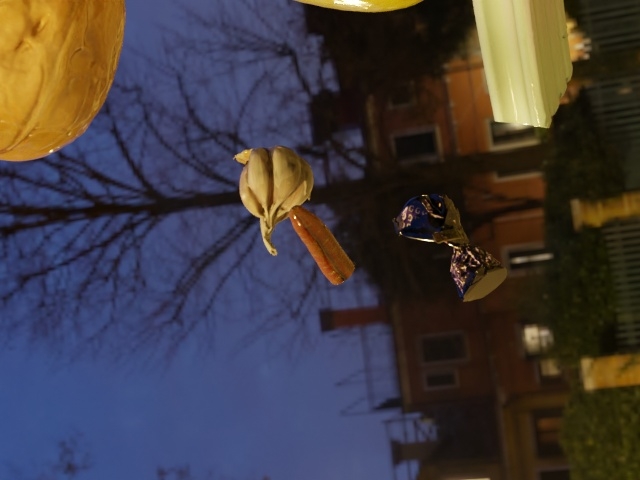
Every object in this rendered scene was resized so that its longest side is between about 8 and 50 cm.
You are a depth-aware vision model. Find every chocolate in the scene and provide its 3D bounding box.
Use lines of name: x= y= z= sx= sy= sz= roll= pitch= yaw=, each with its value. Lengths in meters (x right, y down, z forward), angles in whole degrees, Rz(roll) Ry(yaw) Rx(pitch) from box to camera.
chocolate: x=0.145 y=0.001 z=1.311 sx=0.147 sy=0.072 sz=0.070 roll=48 pitch=-179 yaw=24

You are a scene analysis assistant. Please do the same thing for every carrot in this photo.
carrot: x=0.000 y=0.000 z=1.671 sx=0.139 sy=0.048 sz=0.048 roll=56 pitch=-154 yaw=-27

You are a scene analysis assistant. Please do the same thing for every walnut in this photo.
walnut: x=-0.277 y=-0.185 z=1.039 sx=0.193 sy=0.193 sz=0.225 roll=-39 pitch=-38 yaw=-73

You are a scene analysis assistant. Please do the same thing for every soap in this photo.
soap: x=0.316 y=-0.329 z=1.798 sx=0.173 sy=0.095 sz=0.289 roll=-61 pitch=-34 yaw=-38

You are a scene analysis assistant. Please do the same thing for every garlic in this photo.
garlic: x=-0.084 y=-0.074 z=1.945 sx=0.131 sy=0.127 sz=0.194 roll=22 pitch=-119 yaw=-37

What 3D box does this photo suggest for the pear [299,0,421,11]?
pear: x=-0.006 y=-0.377 z=0.909 sx=0.418 sy=0.362 sz=0.362 roll=39 pitch=-149 yaw=-17
